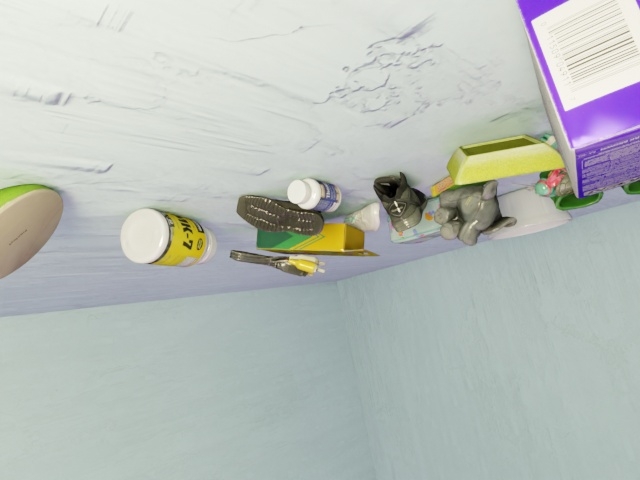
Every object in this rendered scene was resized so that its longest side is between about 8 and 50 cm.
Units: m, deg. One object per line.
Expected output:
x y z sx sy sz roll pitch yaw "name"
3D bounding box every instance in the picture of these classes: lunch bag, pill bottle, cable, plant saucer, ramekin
0.373 -0.067 1.334 0.224 0.107 0.279 -4 168 -45 "lunch bag"
-0.014 -0.099 0.877 0.067 0.066 0.120 -19 167 35 "pill bottle"
-0.339 0.001 0.932 0.119 0.119 0.208 -14 170 16 "pill bottle"
-0.129 0.050 1.227 0.288 0.072 0.139 17 -172 -17 "cable"
0.345 -0.164 0.780 0.189 0.045 0.188 -8 -161 15 "plant saucer"
0.734 -0.099 1.456 0.278 0.135 0.277 -10 169 -2 "ramekin"

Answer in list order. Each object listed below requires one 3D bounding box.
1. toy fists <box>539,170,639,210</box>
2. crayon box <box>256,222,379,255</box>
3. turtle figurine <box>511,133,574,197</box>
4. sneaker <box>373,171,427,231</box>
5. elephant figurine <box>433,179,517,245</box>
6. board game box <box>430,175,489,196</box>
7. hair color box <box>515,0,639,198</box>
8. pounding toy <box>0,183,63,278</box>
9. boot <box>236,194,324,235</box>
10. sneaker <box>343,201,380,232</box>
0.707 -0.179 1.009 0.280 0.142 0.096 -16 137 22 "toy fists"
0.000 0.000 1.187 0.319 0.081 0.202 1 174 20 "crayon box"
0.541 -0.153 0.902 0.235 0.118 0.175 -22 141 -11 "turtle figurine"
0.199 -0.118 0.991 0.087 0.130 0.227 -22 -167 26 "sneaker"
0.431 -0.075 1.079 0.240 0.169 0.186 -2 -169 -38 "elephant figurine"
0.404 -0.170 1.018 0.124 0.039 0.259 -8 172 -20 "board game box"
0.354 -0.176 0.519 0.110 0.184 0.339 -19 167 30 "hair color box"
-0.530 -0.022 0.613 0.182 0.110 0.236 -53 -175 30 "pounding toy"
-0.089 -0.072 0.954 0.198 0.076 0.137 18 -158 -5 "boot"
0.120 -0.062 1.213 0.094 0.080 0.212 2 169 -7 "sneaker"
